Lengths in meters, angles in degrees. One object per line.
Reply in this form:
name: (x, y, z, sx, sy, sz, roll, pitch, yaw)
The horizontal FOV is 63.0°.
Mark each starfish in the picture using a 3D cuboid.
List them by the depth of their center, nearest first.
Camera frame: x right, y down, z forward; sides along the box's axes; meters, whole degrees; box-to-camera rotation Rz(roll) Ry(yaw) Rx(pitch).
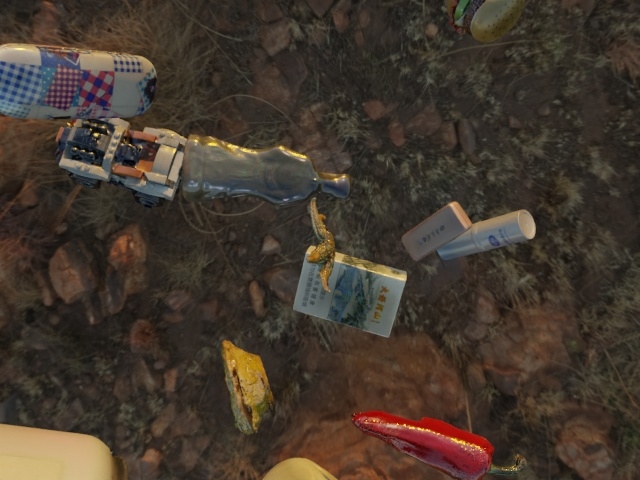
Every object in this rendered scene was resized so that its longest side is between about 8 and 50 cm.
starfish: (0.000, 0.000, 1.050, 0.053, 0.208, 0.175, -12, 112, 5)

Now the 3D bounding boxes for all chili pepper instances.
chili pepper: (0.252, 0.448, 1.143, 0.388, 0.110, 0.110, 18, 102, 11)

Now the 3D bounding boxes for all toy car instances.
toy car: (-0.464, -0.197, 1.229, 0.301, 0.118, 0.193, 18, 74, -7)

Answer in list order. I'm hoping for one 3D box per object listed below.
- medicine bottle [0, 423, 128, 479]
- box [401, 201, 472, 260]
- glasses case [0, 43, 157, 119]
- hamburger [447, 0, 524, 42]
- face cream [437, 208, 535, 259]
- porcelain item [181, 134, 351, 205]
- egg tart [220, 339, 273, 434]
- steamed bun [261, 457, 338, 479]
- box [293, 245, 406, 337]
medicine bottle: (-0.312, 0.182, 0.253, 0.379, 0.213, 0.213, 19, 104, -23)
box: (0.168, -0.011, 0.772, 0.048, 0.025, 0.115, 57, 139, 5)
glasses case: (-0.451, -0.295, 0.984, 0.076, 0.327, 0.125, 27, 116, 28)
hamburger: (0.392, -0.543, 1.218, 0.175, 0.175, 0.137, -44, 66, 12)
face cream: (0.414, -0.010, 1.336, 0.250, 0.077, 0.077, -21, 100, 49)
porcelain item: (-0.065, -0.085, 0.670, 0.216, 0.069, 0.081, 4, 81, -11)
egg tart: (-0.178, 0.350, 1.267, 0.106, 0.241, 0.241, -15, 99, -9)
steamed bun: (0.003, 0.568, 0.938, 0.334, 0.312, 0.233, 44, 74, -8)
box: (0.073, 0.128, 1.328, 0.257, 0.069, 0.164, 15, 109, 6)
